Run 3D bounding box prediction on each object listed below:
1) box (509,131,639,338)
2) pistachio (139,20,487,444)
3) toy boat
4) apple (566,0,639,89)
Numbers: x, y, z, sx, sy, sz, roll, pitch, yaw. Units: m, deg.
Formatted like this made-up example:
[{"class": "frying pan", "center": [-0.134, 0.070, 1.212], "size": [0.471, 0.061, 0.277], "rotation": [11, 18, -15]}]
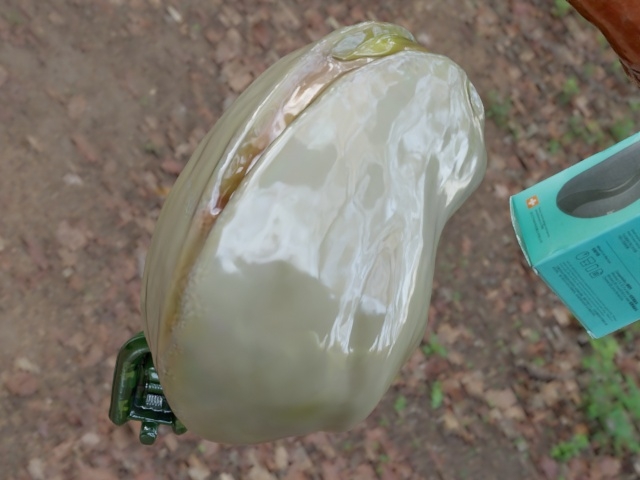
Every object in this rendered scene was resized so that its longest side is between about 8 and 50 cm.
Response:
[{"class": "box", "center": [0.405, -0.030, 1.587], "size": [0.205, 0.311, 0.118], "rotation": [41, 29, -46]}, {"class": "pistachio", "center": [0.000, 0.000, 1.317], "size": [0.281, 0.445, 0.365], "rotation": [28, -13, 31]}, {"class": "toy boat", "center": [-0.194, 0.168, 1.598], "size": [0.104, 0.210, 0.052], "rotation": [12, 47, -5]}, {"class": "apple", "center": [0.188, -0.159, 0.659], "size": [0.209, 0.164, 0.209], "rotation": [39, 17, -15]}]
